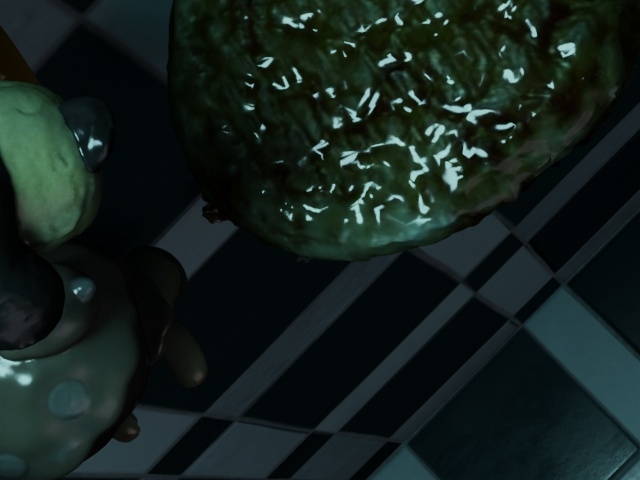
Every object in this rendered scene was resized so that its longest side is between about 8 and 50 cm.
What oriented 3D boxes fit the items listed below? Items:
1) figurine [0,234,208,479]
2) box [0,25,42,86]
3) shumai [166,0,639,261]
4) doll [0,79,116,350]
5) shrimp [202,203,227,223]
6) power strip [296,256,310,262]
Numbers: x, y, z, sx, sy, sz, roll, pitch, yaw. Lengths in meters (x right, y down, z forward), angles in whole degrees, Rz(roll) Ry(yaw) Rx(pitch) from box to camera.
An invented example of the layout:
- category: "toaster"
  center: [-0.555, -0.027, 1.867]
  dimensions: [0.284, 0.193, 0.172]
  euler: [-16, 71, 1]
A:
- category: "figurine"
  center: [-0.223, 0.088, 1.138]
  dimensions: [0.248, 0.203, 0.380]
  euler: [-44, 172, 17]
- category: "box"
  center: [-0.351, -0.040, 0.762]
  dimensions: [0.341, 0.143, 0.225]
  euler: [-46, 160, 1]
- category: "shumai"
  center: [0.086, -0.143, 1.068]
  dimensions: [0.395, 0.395, 0.348]
  euler: [-45, 158, 4]
- category: "doll"
  center: [-0.216, -0.009, 0.671]
  dimensions: [0.234, 0.143, 0.135]
  euler: [-18, 119, -32]
- category: "shrimp"
  center: [-0.041, -0.055, 1.419]
  dimensions: [0.294, 0.062, 0.154]
  euler: [-16, 152, -54]
- category: "power strip"
  center: [0.000, 0.000, 1.655]
  dimensions: [0.083, 0.017, 0.027]
  euler: [-39, 158, -12]
